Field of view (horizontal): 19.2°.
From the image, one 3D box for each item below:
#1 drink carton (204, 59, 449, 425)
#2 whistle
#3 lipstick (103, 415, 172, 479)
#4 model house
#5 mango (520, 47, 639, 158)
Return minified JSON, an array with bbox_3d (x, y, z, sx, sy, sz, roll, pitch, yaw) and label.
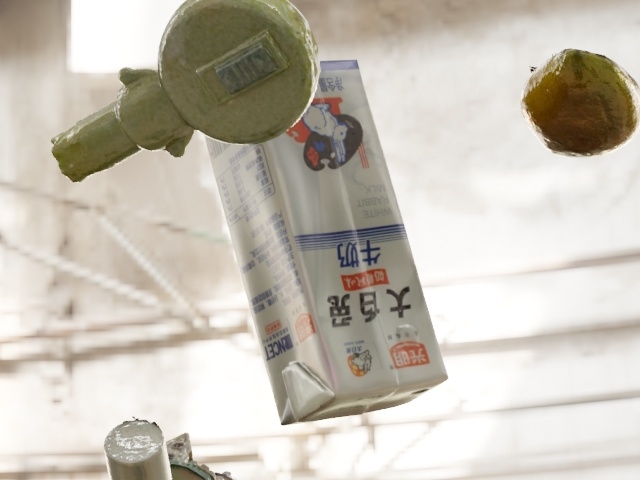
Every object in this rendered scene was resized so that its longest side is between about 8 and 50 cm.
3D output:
[{"bbox_3d":[0.000,0.000,1.681,0.130,0.315,0.106,-6,-17,-32],"label":"drink carton"},{"bbox_3d":[-0.091,-0.091,1.207,0.198,0.057,0.104,-26,-73,21],"label":"whistle"},{"bbox_3d":[-0.160,0.282,1.788,0.059,0.059,0.264,-4,-52,2],"label":"lipstick"},{"bbox_3d":[-0.159,0.294,2.334,0.100,0.088,0.100,7,22,20],"label":"model house"},{"bbox_3d":[0.213,-0.112,1.537,0.101,0.066,0.187,15,-14,7],"label":"mango"}]
